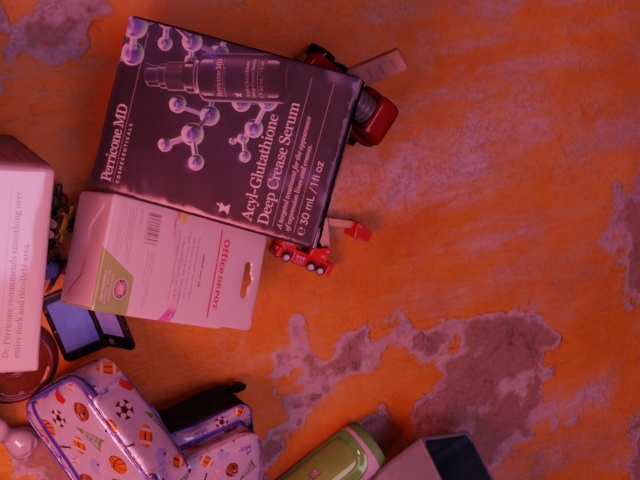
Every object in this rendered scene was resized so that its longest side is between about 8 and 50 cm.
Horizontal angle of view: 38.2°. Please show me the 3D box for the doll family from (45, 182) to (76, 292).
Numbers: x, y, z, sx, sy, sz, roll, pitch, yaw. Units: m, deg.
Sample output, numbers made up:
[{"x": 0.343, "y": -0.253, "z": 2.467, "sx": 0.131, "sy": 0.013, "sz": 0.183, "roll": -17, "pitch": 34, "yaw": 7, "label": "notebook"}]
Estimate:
[{"x": -0.476, "y": -0.002, "z": 1.646, "sx": 0.076, "sy": 0.111, "sz": 0.193, "roll": 26, "pitch": 100, "yaw": 5, "label": "doll family"}]

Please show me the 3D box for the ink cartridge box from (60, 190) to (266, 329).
[{"x": -0.277, "y": 0.046, "z": 1.694, "sx": 0.353, "sy": 0.119, "sz": 0.207, "roll": 15, "pitch": 82, "yaw": -44, "label": "ink cartridge box"}]

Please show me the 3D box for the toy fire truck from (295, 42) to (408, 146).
[{"x": 0.078, "y": -0.280, "z": 1.757, "sx": 0.217, "sy": 0.246, "sz": 0.158, "roll": 34, "pitch": 88, "yaw": -31, "label": "toy fire truck"}]

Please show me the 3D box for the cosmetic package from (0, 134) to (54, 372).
[{"x": -0.648, "y": 0.002, "z": 1.417, "sx": 0.394, "sy": 0.327, "sz": 0.329, "roll": 3, "pitch": 103, "yaw": -29, "label": "cosmetic package"}]

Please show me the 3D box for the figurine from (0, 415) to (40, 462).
[{"x": -0.622, "y": 0.394, "z": 1.674, "sx": 0.215, "sy": 0.092, "sz": 0.209, "roll": -54, "pitch": 139, "yaw": -14, "label": "figurine"}]

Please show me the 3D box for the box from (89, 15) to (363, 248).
[{"x": -0.151, "y": -0.189, "z": 1.592, "sx": 0.395, "sy": 0.212, "sz": 0.293, "roll": 15, "pitch": 99, "yaw": 1, "label": "box"}]

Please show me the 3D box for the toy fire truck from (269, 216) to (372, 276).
[{"x": 0.000, "y": 0.000, "z": 1.916, "sx": 0.192, "sy": 0.047, "sz": 0.135, "roll": 23, "pitch": 93, "yaw": -30, "label": "toy fire truck"}]

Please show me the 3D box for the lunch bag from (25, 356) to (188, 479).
[{"x": -0.394, "y": 0.376, "z": 1.686, "sx": 0.303, "sy": 0.243, "sz": 0.115, "roll": 58, "pitch": 37, "yaw": -3, "label": "lunch bag"}]

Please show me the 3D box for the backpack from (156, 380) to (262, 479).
[{"x": -0.235, "y": 0.455, "z": 1.848, "sx": 0.276, "sy": 0.213, "sz": 0.263, "roll": -17, "pitch": 123, "yaw": -26, "label": "backpack"}]

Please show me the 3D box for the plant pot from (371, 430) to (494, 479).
[{"x": 0.239, "y": 0.601, "z": 2.082, "sx": 0.252, "sy": 0.247, "sz": 0.248, "roll": -36, "pitch": 155, "yaw": 25, "label": "plant pot"}]

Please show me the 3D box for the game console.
[{"x": -0.431, "y": 0.156, "z": 1.719, "sx": 0.085, "sy": 0.124, "sz": 0.144, "roll": -40, "pitch": 123, "yaw": -42, "label": "game console"}]

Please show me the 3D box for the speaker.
[{"x": -0.004, "y": 0.533, "z": 2.027, "sx": 0.296, "sy": 0.131, "sz": 0.131, "roll": -36, "pitch": 118, "yaw": -14, "label": "speaker"}]

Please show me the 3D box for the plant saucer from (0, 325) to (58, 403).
[{"x": -0.565, "y": 0.228, "z": 1.701, "sx": 0.168, "sy": 0.029, "sz": 0.168, "roll": -9, "pitch": 110, "yaw": -25, "label": "plant saucer"}]
